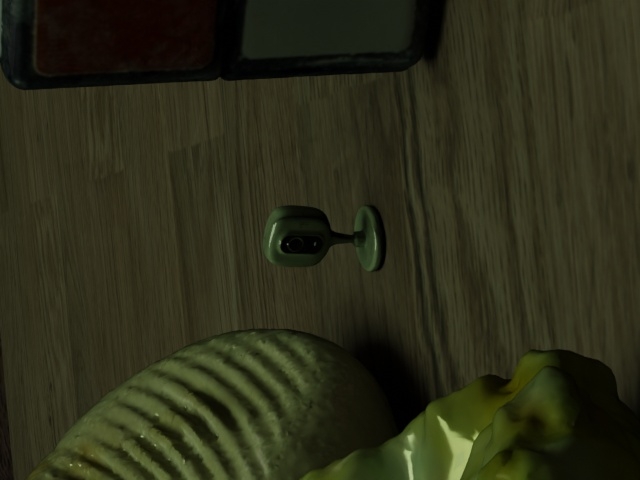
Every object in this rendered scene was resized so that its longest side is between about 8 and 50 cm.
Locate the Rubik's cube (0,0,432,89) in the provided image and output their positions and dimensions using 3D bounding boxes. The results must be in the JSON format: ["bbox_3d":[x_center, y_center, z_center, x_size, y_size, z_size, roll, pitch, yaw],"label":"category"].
[{"bbox_3d":[-0.094,-0.318,1.318,0.318,0.316,0.313,-115,27,-49],"label":"Rubik's cube"}]

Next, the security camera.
[{"bbox_3d":[0.000,0.000,1.474,0.058,0.092,0.058,176,90,-70],"label":"security camera"}]

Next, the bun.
[{"bbox_3d":[-0.083,0.243,1.456,0.219,0.365,0.365,59,175,-28],"label":"bun"}]

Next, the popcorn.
[{"bbox_3d":[0.114,0.229,0.990,0.292,0.293,0.334,44,177,-19],"label":"popcorn"}]
